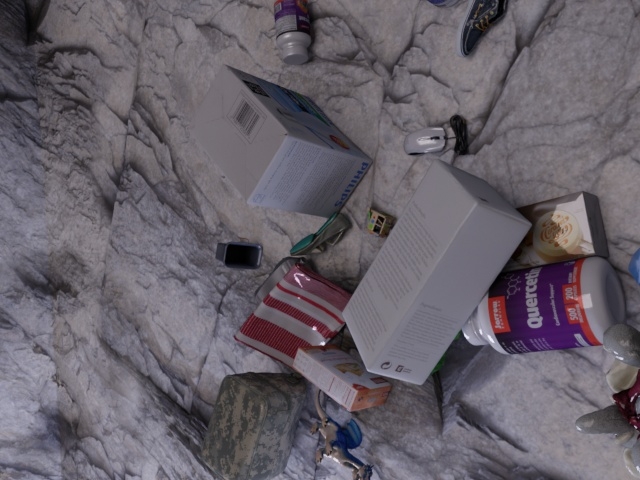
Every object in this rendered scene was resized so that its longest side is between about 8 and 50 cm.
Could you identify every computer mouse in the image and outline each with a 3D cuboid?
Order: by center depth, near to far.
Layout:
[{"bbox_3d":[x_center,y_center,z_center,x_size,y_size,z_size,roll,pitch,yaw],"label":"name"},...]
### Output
[{"bbox_3d":[0.289,-0.260,1.688,0.193,0.042,0.106,-6,84,40],"label":"computer mouse"}]

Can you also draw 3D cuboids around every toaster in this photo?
[{"bbox_3d":[-0.094,0.165,1.930,0.227,0.129,0.146,-49,60,24],"label":"toaster"}]

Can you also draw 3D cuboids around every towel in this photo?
[{"bbox_3d":[-0.066,0.228,1.847,0.329,0.237,0.037,-49,21,27],"label":"towel"}]

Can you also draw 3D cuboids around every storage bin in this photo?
[{"bbox_3d":[-0.271,0.037,2.097,0.091,0.135,0.098,12,95,50],"label":"storage bin"}]

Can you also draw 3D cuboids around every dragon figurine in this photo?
[{"bbox_3d":[0.055,0.546,1.797,0.085,0.144,0.289,-49,39,29],"label":"dragon figurine"}]

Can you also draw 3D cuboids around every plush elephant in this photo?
[{"bbox_3d":[0.618,0.327,1.235,0.255,0.330,0.272,129,140,-52],"label":"plush elephant"}]

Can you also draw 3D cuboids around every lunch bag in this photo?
[{"bbox_3d":[-0.170,0.539,1.883,0.212,0.256,0.305,22,100,38],"label":"lunch bag"}]

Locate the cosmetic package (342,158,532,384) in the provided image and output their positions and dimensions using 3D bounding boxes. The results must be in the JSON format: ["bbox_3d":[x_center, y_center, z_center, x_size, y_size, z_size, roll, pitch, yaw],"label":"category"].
[{"bbox_3d":[0.244,0.074,1.472,0.453,0.161,0.230,-61,26,21],"label":"cosmetic package"}]

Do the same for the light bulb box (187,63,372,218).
[{"bbox_3d":[-0.112,-0.268,1.826,0.358,0.361,0.225,50,116,32],"label":"light bulb box"}]

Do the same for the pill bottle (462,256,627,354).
[{"bbox_3d":[0.472,0.149,1.405,0.323,0.181,0.182,-16,76,39],"label":"pill bottle"}]

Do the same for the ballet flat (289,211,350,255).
[{"bbox_3d":[0.000,0.000,1.895,0.068,0.072,0.213,44,118,-13],"label":"ballet flat"}]

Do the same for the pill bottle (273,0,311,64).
[{"bbox_3d":[-0.085,-0.648,2.000,0.108,0.108,0.193,-12,79,40],"label":"pill bottle"}]

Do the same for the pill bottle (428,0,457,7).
[{"bbox_3d":[0.276,-0.670,1.635,0.112,0.186,0.112,-3,85,41],"label":"pill bottle"}]

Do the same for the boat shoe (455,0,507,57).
[{"bbox_3d":[0.398,-0.540,1.600,0.083,0.065,0.183,24,101,41],"label":"boat shoe"}]

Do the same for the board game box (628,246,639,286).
[{"bbox_3d":[0.713,0.071,1.303,0.133,0.033,0.169,-37,69,27],"label":"board game box"}]

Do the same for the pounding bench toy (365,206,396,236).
[{"bbox_3d":[0.152,-0.049,1.783,0.083,0.052,0.065,30,106,38],"label":"pounding bench toy"}]

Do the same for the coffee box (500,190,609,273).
[{"bbox_3d":[0.494,-0.009,1.452,0.246,0.098,0.141,-15,76,39],"label":"coffee box"}]

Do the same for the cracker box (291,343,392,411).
[{"bbox_3d":[0.057,0.367,1.764,0.232,0.155,0.067,30,105,38],"label":"cracker box"}]

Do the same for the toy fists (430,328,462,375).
[{"bbox_3d":[0.277,0.231,1.626,0.279,0.096,0.142,-63,37,18],"label":"toy fists"}]
